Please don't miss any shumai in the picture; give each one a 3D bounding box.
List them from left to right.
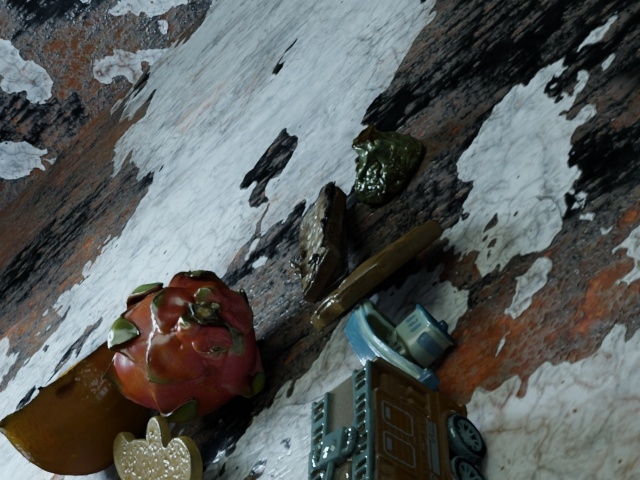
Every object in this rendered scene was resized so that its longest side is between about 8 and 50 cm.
[{"bbox_3d":[0.081,-0.117,1.890,0.124,0.087,0.099,-53,24,1],"label":"shumai"}]

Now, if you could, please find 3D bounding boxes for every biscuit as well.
[{"bbox_3d":[-0.223,0.324,1.802,0.240,0.035,0.158,-21,73,53],"label":"biscuit"},{"bbox_3d":[0.058,0.049,1.653,0.182,0.034,0.215,-34,-6,-40],"label":"biscuit"}]

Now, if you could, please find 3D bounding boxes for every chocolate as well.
[{"bbox_3d":[0.007,0.000,1.833,0.102,0.065,0.329,-56,9,15],"label":"chocolate"}]

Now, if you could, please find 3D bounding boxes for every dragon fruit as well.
[{"bbox_3d":[-0.187,0.146,1.852,0.227,0.224,0.224,-31,30,33],"label":"dragon fruit"}]

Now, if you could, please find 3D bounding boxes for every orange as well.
[{"bbox_3d":[-0.387,0.246,2.039,0.310,0.274,0.274,85,-157,-53],"label":"orange"}]

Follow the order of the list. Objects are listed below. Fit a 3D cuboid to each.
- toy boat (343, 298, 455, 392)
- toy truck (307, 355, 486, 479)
[{"bbox_3d":[0.098,0.120,1.500,0.102,0.088,0.215,-45,22,6],"label":"toy boat"},{"bbox_3d":[0.067,0.261,1.247,0.136,0.162,0.305,-40,25,25],"label":"toy truck"}]
